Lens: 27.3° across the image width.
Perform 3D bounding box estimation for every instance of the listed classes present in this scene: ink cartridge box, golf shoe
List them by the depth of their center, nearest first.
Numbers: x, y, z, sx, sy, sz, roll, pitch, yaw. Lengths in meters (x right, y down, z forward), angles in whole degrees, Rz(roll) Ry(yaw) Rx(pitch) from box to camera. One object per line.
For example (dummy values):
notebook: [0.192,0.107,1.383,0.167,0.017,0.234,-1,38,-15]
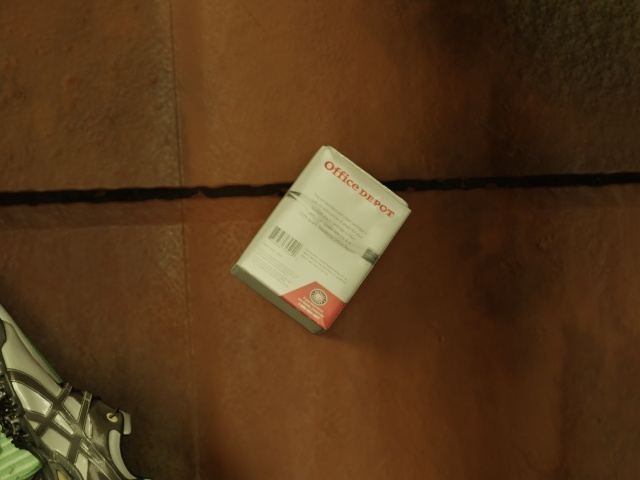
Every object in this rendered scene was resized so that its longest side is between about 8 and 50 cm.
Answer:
golf shoe: [-0.206,0.142,1.057,0.094,0.077,0.198,-27,93,-24]
ink cartridge box: [0.000,0.000,1.164,0.099,0.056,0.135,37,76,-4]

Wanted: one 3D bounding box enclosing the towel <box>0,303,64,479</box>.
towel: [-0.383,0.162,1.074,0.325,0.038,0.248,-38,89,-13]
